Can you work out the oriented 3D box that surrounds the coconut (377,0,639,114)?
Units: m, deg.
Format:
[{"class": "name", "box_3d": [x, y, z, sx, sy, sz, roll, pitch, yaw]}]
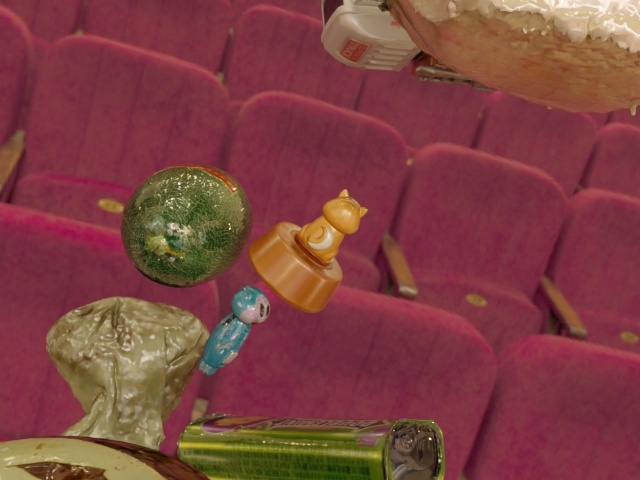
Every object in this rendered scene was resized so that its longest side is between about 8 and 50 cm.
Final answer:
[{"class": "coconut", "box_3d": [0.220, -0.309, 0.678, 0.405, 0.404, 0.404, 18, 24, -8]}]

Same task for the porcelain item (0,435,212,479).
[{"class": "porcelain item", "box_3d": [-0.126, 0.223, 0.352, 0.253, 0.253, 0.253, 18, 24, -8]}]

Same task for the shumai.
[{"class": "shumai", "box_3d": [-0.370, 0.294, 1.518, 0.330, 0.292, 0.288, -15, 37, -1]}]

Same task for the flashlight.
[{"class": "flashlight", "box_3d": [-0.111, 0.113, 0.967, 0.051, 0.129, 0.051, 34, 17, -12]}]

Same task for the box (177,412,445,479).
[{"class": "box", "box_3d": [-0.019, 0.270, 0.990, 0.345, 0.097, 0.134, -9, -8, 38]}]

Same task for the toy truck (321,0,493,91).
[{"class": "toy truck", "box_3d": [0.188, -0.300, 0.990, 0.388, 0.207, 0.173, 3, -4, -10]}]

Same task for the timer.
[{"class": "timer", "box_3d": [0.000, 0.000, 1.031, 0.132, 0.152, 0.132, 38, 18, -14]}]

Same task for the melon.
[{"class": "melon", "box_3d": [-0.195, -0.022, 1.135, 0.182, 0.182, 0.287, 22, 13, 0]}]
